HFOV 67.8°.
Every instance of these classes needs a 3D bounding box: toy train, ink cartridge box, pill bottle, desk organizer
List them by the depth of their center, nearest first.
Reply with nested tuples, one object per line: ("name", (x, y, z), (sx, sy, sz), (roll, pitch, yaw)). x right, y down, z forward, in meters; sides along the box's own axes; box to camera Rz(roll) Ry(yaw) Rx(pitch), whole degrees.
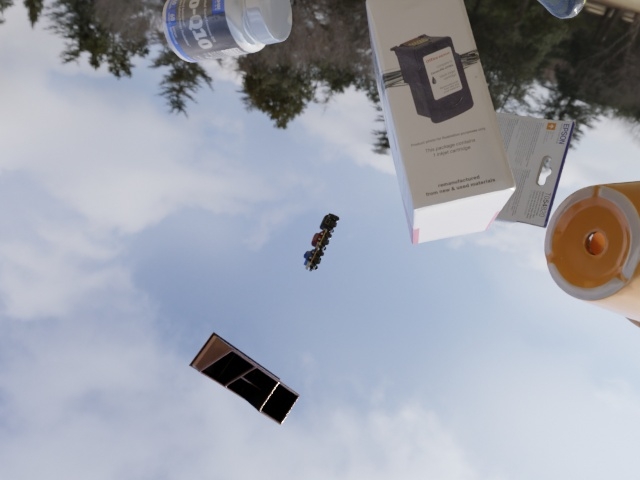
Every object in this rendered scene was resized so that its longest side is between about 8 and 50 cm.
("ink cartridge box", (0.126, -0.133, 0.537), (0.100, 0.238, 0.172), (-12, 166, 8))
("pill bottle", (-0.106, -0.254, 0.547), (0.137, 0.078, 0.078), (3, -159, 29))
("desk organizer", (-0.087, 0.167, 0.569), (0.050, 0.047, 0.130), (16, 156, 51))
("ink cartridge box", (0.346, -0.141, 0.923), (0.223, 0.224, 0.045), (16, 168, 26))
("toy train", (0.000, 0.000, 0.957), (0.036, 0.027, 0.158), (25, -132, -1))

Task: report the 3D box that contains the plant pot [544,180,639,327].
("plant pot", (0.379, 0.012, 0.551), (0.187, 0.205, 0.205), (5, -148, -19))

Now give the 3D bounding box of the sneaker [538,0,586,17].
("sneaker", (0.293, -0.453, 0.769), (0.300, 0.121, 0.111), (41, 175, 3))
